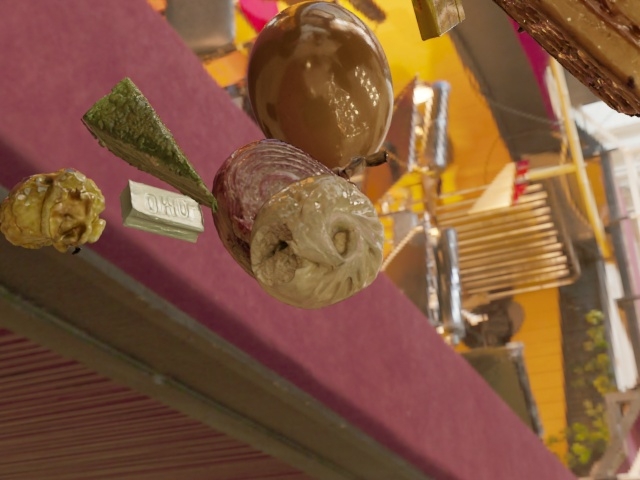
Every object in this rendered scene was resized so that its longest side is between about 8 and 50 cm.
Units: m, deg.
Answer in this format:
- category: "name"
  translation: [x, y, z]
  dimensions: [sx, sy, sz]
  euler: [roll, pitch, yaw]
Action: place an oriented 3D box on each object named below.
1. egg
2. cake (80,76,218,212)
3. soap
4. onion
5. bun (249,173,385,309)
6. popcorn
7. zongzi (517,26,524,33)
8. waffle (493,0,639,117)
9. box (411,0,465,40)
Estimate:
- category: "egg"
  translation: [0.003, -0.309, 1.788]
  dimensions: [0.374, 0.301, 0.301]
  euler: [71, 22, -9]
- category: "cake"
  translation: [-0.224, -0.142, 1.257]
  dimensions: [0.099, 0.235, 0.100]
  euler: [-53, 155, -14]
- category: "soap"
  translation: [-0.389, -0.071, 2.099]
  dimensions: [0.198, 0.063, 0.114]
  euler: [14, 43, -36]
- category: "onion"
  translation: [-0.068, -0.042, 1.461]
  dimensions: [0.272, 0.230, 0.256]
  euler: [-24, 131, -42]
- category: "bun"
  translation: [0.000, 0.000, 1.169]
  dimensions: [0.193, 0.128, 0.178]
  euler: [-20, 92, -34]
- category: "popcorn"
  translation: [-0.547, -0.056, 1.762]
  dimensions: [0.218, 0.189, 0.169]
  euler: [-33, 123, -42]
- category: "zongzi"
  translation: [0.409, -0.504, 1.617]
  dimensions: [0.187, 0.184, 0.084]
  euler: [45, 33, -27]
- category: "waffle"
  translation: [0.332, -0.328, 1.157]
  dimensions: [0.376, 0.114, 0.261]
  euler: [41, 13, -3]
- category: "box"
  translation: [0.211, -0.463, 1.578]
  dimensions: [0.279, 0.041, 0.153]
  euler: [-47, 122, -62]
